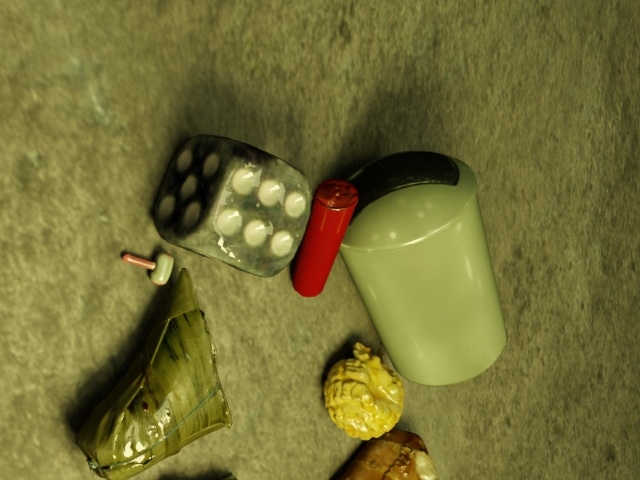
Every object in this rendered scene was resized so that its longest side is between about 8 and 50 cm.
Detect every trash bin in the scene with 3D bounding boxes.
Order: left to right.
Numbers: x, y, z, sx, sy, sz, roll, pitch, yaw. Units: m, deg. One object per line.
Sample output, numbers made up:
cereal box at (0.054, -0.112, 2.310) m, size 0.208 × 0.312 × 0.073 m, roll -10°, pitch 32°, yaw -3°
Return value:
trash bin at (0.188, 0.042, 1.490) m, size 0.280 × 0.280 × 0.432 m, roll -43°, pitch 128°, yaw -28°

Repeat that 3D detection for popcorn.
popcorn at (0.087, 0.296, 1.544) m, size 0.170 × 0.180 × 0.180 m, roll -47°, pitch 133°, yaw 11°

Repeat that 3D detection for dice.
dice at (-0.135, -0.053, 1.233) m, size 0.182 × 0.183 × 0.181 m, roll 23°, pitch 85°, yaw -41°

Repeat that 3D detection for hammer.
hammer at (-0.271, 0.037, 1.232) m, size 0.083 × 0.031 × 0.053 m, roll 20°, pitch 82°, yaw -37°

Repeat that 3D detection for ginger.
ginger at (0.114, 0.546, 1.558) m, size 0.418 × 0.254 × 0.176 m, roll -39°, pitch 117°, yaw -36°

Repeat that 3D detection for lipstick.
lipstick at (0.001, 0.000, 1.339) m, size 0.073 × 0.073 × 0.280 m, roll -38°, pitch 162°, yaw -31°

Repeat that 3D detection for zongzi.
zongzi at (-0.268, 0.205, 1.206) m, size 0.250 × 0.125 × 0.274 m, roll -25°, pitch 113°, yaw -44°

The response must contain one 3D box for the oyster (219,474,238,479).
oyster at (-0.247, 0.457, 1.303) m, size 0.252 × 0.087 × 0.199 m, roll -43°, pitch 135°, yaw -19°
